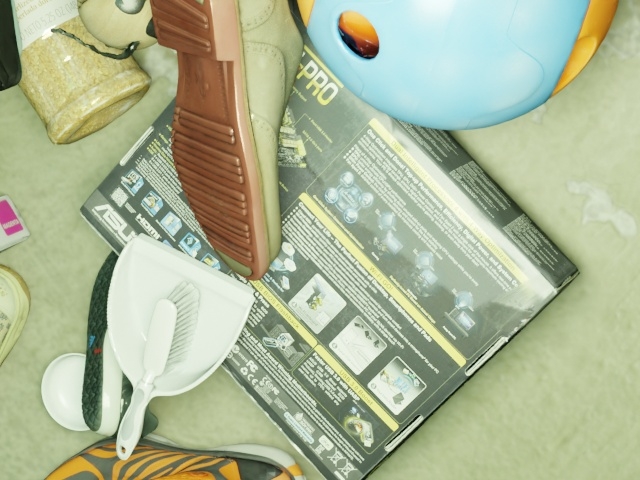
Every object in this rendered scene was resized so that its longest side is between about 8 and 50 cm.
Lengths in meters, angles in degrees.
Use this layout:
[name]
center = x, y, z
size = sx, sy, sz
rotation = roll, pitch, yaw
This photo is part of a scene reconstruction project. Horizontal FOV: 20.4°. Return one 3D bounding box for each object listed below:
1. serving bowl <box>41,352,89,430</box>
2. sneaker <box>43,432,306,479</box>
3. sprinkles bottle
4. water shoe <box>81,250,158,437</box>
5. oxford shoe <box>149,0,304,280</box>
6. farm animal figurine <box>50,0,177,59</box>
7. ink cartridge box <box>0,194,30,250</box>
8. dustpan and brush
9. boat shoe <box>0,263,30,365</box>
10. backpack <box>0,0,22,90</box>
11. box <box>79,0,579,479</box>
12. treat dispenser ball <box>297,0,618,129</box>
[serving bowl]
center = -0.251, 0.157, 1.870
size = 0.083, 0.027, 0.083
rotation = 3, 100, 18
[sneaker]
center = -0.187, 0.263, 1.771
size = 0.321, 0.180, 0.125
rotation = -11, 91, 29
[sprinkles bottle]
center = -0.310, -0.272, 1.777
size = 0.121, 0.121, 0.355
rotation = -34, 87, 19
[water shoe]
center = -0.195, 0.103, 1.830
size = 0.073, 0.080, 0.203
rotation = -3, 77, 58
[oxford shoe]
center = -0.058, -0.125, 1.597
size = 0.123, 0.130, 0.348
rotation = 29, 135, 41
[farm animal figurine]
center = -0.145, -0.311, 1.595
size = 0.172, 0.330, 0.327
rotation = 35, 114, 36
[ink cartridge box]
center = -0.474, 0.053, 1.843
size = 0.311, 0.186, 0.065
rotation = -28, 92, 20
[dustpan and brush]
center = -0.159, 0.118, 1.735
size = 0.147, 0.060, 0.211
rotation = 26, 117, 19
[boat shoe]
center = -0.400, 0.158, 1.885
size = 0.104, 0.089, 0.285
rotation = 24, 105, 13
[backpack]
center = -0.381, -0.212, 1.672
size = 0.188, 0.144, 0.166
rotation = -2, 112, 12
[box]
center = 0.000, 0.000, 1.717
size = 0.395, 0.097, 0.318
rotation = 46, 116, 7
[treat dispenser ball]
center = 0.119, -0.241, 1.553
size = 0.288, 0.288, 0.288
rotation = 3, 99, 18
